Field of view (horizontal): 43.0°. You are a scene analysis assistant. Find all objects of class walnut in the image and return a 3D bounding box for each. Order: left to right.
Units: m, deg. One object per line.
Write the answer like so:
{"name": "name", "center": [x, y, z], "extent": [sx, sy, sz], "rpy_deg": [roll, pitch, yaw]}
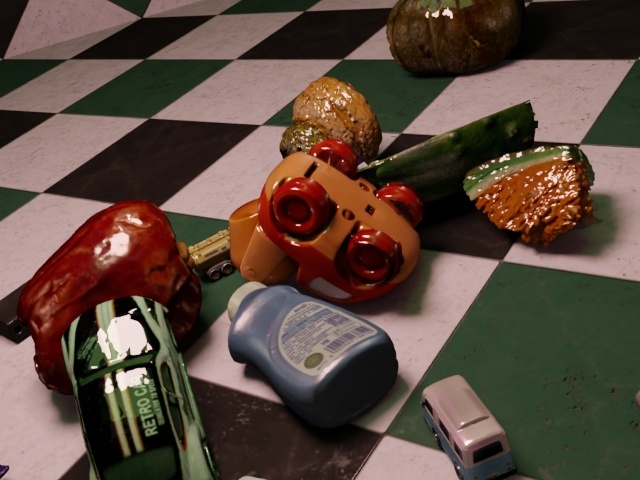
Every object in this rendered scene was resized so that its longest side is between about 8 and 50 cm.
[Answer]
{"name": "walnut", "center": [-0.300, 0.082, 1.158], "extent": [0.269, 0.222, 0.244], "rpy_deg": [-33, 3, -12]}

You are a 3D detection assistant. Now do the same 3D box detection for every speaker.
{"name": "speaker", "center": [-0.442, 0.082, 1.356], "extent": [0.082, 0.044, 0.218], "rpy_deg": [14, 42, 39]}

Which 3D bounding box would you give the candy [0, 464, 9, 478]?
{"name": "candy", "center": [-0.528, 0.318, 1.002], "extent": [0.275, 0.070, 0.145], "rpy_deg": [-4, 25, 21]}

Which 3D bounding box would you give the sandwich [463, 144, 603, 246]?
{"name": "sandwich", "center": [0.312, -0.056, 1.192], "extent": [0.184, 0.109, 0.160], "rpy_deg": [-19, 58, 34]}

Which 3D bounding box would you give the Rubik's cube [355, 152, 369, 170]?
{"name": "Rubik's cube", "center": [0.043, -0.081, 1.333], "extent": [0.112, 0.133, 0.133], "rpy_deg": [19, 37, 1]}

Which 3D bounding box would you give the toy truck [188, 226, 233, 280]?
{"name": "toy truck", "center": [-0.156, 0.015, 1.317], "extent": [0.123, 0.063, 0.052], "rpy_deg": [-29, 33, -21]}

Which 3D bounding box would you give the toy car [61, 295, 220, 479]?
{"name": "toy car", "center": [-0.216, 0.188, 0.931], "extent": [0.136, 0.125, 0.306], "rpy_deg": [-19, 62, -6]}

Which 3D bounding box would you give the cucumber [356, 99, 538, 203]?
{"name": "cucumber", "center": [0.203, -0.122, 1.292], "extent": [0.325, 0.105, 0.145], "rpy_deg": [-21, 2, -25]}

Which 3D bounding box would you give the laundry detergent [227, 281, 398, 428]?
{"name": "laundry detergent", "center": [-0.035, 0.132, 1.062], "extent": [0.143, 0.094, 0.290], "rpy_deg": [-35, 33, -22]}

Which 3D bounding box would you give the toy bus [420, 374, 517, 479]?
{"name": "toy bus", "center": [0.154, 0.199, 0.876], "extent": [0.060, 0.075, 0.123], "rpy_deg": [-21, 32, -8]}

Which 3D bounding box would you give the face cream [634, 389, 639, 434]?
{"name": "face cream", "center": [0.383, 0.229, 0.714], "extent": [0.092, 0.092, 0.311], "rpy_deg": [-21, 31, -8]}

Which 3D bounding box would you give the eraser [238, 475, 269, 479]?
{"name": "eraser", "center": [0.018, 0.318, 0.721], "extent": [0.290, 0.104, 0.189], "rpy_deg": [3, 40, 28]}

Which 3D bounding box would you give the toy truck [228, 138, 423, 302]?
{"name": "toy truck", "center": [0.000, 0.000, 1.188], "extent": [0.265, 0.239, 0.189], "rpy_deg": [34, 37, -1]}

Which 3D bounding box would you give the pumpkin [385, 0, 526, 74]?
{"name": "pumpkin", "center": [0.320, -0.499, 1.757], "extent": [0.325, 0.242, 0.232], "rpy_deg": [-41, 31, -29]}

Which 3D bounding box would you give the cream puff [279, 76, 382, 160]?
{"name": "cream puff", "center": [0.001, -0.184, 1.481], "extent": [0.169, 0.183, 0.183], "rpy_deg": [-43, 39, -18]}
